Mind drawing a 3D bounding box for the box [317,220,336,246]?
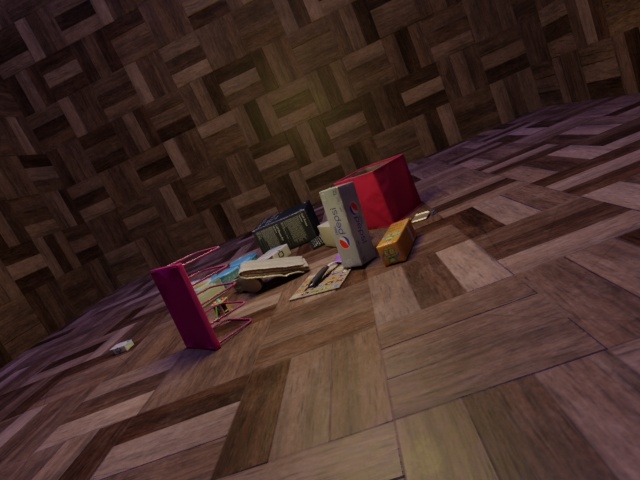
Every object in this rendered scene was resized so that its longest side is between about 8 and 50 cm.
[{"bbox_3d":[0.096,-0.034,1.808,0.094,0.113,0.275,-28,14,-20],"label":"box"}]

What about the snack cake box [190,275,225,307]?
[{"bbox_3d":[-0.589,0.252,1.943,0.265,0.089,0.152,-13,17,42],"label":"snack cake box"}]

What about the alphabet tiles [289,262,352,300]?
[{"bbox_3d":[0.016,0.137,1.465,0.198,0.009,0.237,-18,14,26],"label":"alphabet tiles"}]

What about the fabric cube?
[{"bbox_3d":[0.268,-0.217,1.914,0.259,0.258,0.254,-10,19,49],"label":"fabric cube"}]

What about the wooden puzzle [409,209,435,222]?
[{"bbox_3d":[0.413,-0.095,1.696,0.116,0.014,0.078,-15,19,38],"label":"wooden puzzle"}]

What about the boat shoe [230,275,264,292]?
[{"bbox_3d":[-0.301,0.171,1.745,0.079,0.084,0.233,-37,15,-32],"label":"boat shoe"}]

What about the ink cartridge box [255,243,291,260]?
[{"bbox_3d":[-0.238,0.087,2.045,0.104,0.060,0.180,-16,14,32],"label":"ink cartridge box"}]

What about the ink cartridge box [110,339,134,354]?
[{"bbox_3d":[-0.826,0.445,1.710,0.083,0.028,0.048,-20,12,18],"label":"ink cartridge box"}]

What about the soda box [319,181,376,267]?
[{"bbox_3d":[0.098,-0.054,1.446,0.091,0.286,0.098,-12,10,44],"label":"soda box"}]

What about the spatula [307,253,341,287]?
[{"bbox_3d":[0.039,0.093,1.515,0.084,0.030,0.296,-15,16,42],"label":"spatula"}]

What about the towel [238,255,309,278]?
[{"bbox_3d":[-0.195,0.112,1.708,0.283,0.049,0.187,-5,9,-8],"label":"towel"}]

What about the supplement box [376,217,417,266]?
[{"bbox_3d":[0.264,0.002,1.404,0.078,0.080,0.233,-20,14,28],"label":"supplement box"}]

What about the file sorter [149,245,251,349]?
[{"bbox_3d":[-0.385,0.185,1.366,0.202,0.290,0.182,-12,14,45],"label":"file sorter"}]

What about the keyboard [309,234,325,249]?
[{"bbox_3d":[0.000,0.000,2.058,0.108,0.023,0.180,-24,13,-2],"label":"keyboard"}]

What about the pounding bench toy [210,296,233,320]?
[{"bbox_3d":[-0.382,0.260,1.562,0.052,0.065,0.083,-19,13,24],"label":"pounding bench toy"}]

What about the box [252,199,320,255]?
[{"bbox_3d":[-0.181,-0.071,2.339,0.313,0.178,0.343,-23,12,9],"label":"box"}]

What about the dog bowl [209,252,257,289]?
[{"bbox_3d":[-0.422,0.157,2.071,0.166,0.074,0.297,-16,15,34],"label":"dog bowl"}]
